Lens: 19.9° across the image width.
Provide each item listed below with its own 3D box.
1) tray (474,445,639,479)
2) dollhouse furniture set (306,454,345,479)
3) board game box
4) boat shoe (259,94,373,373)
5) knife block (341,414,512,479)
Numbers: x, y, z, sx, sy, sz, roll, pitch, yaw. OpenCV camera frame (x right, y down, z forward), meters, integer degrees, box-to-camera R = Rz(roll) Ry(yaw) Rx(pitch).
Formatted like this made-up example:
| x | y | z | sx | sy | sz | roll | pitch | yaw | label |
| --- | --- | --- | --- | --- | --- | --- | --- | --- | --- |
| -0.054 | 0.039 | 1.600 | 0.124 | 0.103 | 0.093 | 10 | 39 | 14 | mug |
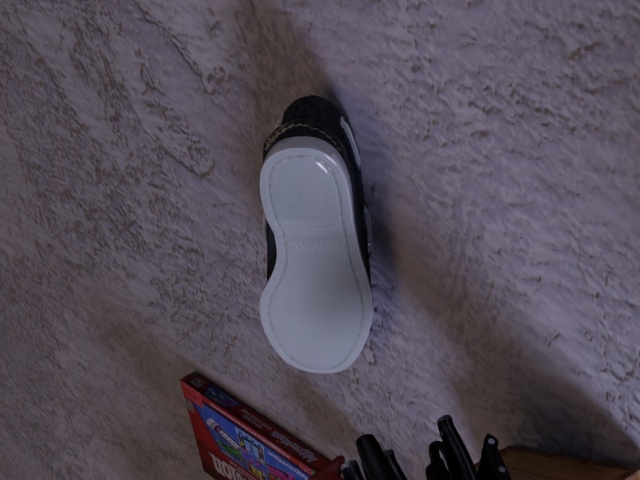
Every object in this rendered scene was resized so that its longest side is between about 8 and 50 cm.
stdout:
| x | y | z | sx | sy | sz | roll | pitch | yaw | label |
| --- | --- | --- | --- | --- | --- | --- | --- | --- | --- |
| 0.267 | 0.388 | 1.615 | 0.203 | 0.076 | 0.410 | 0 | 112 | 62 | tray |
| -0.016 | 0.354 | 1.997 | 0.374 | 0.152 | 0.201 | -38 | 79 | 36 | dollhouse furniture set |
| -0.066 | 0.268 | 2.149 | 0.281 | 0.027 | 0.145 | 27 | 139 | 48 | board game box |
| 0.000 | 0.000 | 1.721 | 0.114 | 0.091 | 0.302 | 7 | 134 | 4 | boat shoe |
| 0.093 | 0.276 | 1.494 | 0.242 | 0.275 | 0.088 | 20 | 138 | 15 | knife block |
